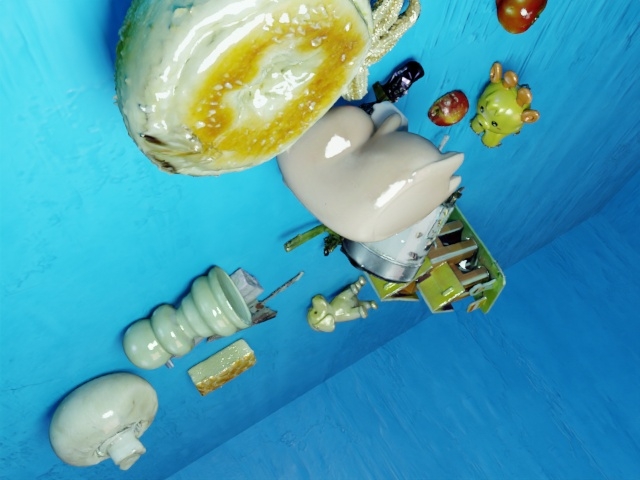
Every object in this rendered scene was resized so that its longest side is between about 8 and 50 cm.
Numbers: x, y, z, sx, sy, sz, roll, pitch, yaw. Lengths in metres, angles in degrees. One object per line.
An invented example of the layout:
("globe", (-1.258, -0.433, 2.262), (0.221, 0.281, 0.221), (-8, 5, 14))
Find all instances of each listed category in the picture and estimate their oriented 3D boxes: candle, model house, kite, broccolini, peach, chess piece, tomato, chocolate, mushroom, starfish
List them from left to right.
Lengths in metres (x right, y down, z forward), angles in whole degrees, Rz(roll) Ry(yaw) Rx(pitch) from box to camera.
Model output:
("mushroom", (-0.476, 0.416, 1.398), (0.246, 0.202, 0.246), (-40, 162, -16))
("chess piece", (-0.282, 0.175, 1.262), (0.251, 0.144, 0.144), (-31, 160, 3))
("kite", (-0.168, 0.174, 1.596), (0.314, 0.011, 0.335), (-35, 160, 0))
("broccolini", (-0.005, 0.000, 1.388), (0.271, 0.062, 0.123), (-17, 139, -51))
("starfish", (0.045, -0.264, 0.885), (0.238, 0.071, 0.216), (-33, 155, 15))
("chocolate", (0.109, -0.245, 1.038), (0.070, 0.072, 0.147), (31, 110, -23))
("candle", (0.187, -0.074, 1.328), (0.187, 0.187, 0.330), (-4, 126, -54))
("model house", (0.289, 0.122, 1.795), (0.324, 0.300, 0.340), (-17, 149, -16))
("peach", (0.263, -0.260, 1.243), (0.083, 0.050, 0.077), (-23, 158, -37))
("tomato", (0.331, -0.391, 1.026), (0.087, 0.075, 0.087), (-45, 167, -13))

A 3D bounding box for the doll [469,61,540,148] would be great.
("doll", (0.387, -0.275, 1.286), (0.135, 0.143, 0.221), (-31, 166, -5))

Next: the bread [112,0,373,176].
("bread", (-0.090, -0.205, 0.673), (0.305, 0.158, 0.305), (-33, 162, -12))

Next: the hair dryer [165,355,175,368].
("hair dryer", (-0.347, 0.264, 1.364), (0.063, 0.037, 0.114), (-22, 152, -10))

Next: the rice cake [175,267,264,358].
("rice cake", (-0.258, 0.175, 1.403), (0.298, 0.050, 0.106), (-39, 159, 11))

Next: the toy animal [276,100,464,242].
("toy animal", (0.057, -0.121, 0.959), (0.213, 0.256, 0.195), (-44, 156, -5))

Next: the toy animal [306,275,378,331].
("toy animal", (0.065, 0.192, 1.851), (0.169, 0.121, 0.233), (-28, 176, 33))

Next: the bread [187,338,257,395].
("bread", (-0.275, 0.360, 1.755), (0.188, 0.068, 0.125), (-29, 159, -14))
